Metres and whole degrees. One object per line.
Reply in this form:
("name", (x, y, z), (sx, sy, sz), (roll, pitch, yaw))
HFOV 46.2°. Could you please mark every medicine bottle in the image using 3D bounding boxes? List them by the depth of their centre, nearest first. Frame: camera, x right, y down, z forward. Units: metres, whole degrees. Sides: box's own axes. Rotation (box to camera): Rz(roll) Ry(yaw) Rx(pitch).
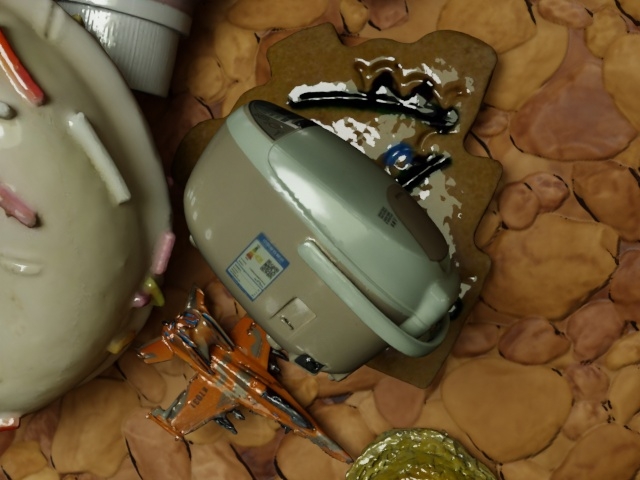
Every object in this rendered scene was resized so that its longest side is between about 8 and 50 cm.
("medicine bottle", (-0.145, -0.242, 0.583), (0.147, 0.147, 0.247), (13, 95, 9))

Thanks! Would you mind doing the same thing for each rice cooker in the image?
("rice cooker", (0.000, 0.000, 0.512), (0.127, 0.145, 0.206), (-40, 87, 21))

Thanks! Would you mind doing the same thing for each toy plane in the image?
("toy plane", (-0.053, 0.119, 0.598), (0.188, 0.062, 0.135), (41, 66, -9))

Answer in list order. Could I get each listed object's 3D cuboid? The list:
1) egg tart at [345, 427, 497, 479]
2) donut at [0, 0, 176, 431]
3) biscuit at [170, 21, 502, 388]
("egg tart", (0.078, 0.207, 0.578), (0.130, 0.052, 0.131), (-1, 87, 12))
("donut", (-0.292, -0.021, 0.533), (0.382, 0.142, 0.383), (3, 115, 6))
("biscuit", (0.038, -0.029, 0.597), (0.278, 0.043, 0.302), (-24, 84, 7))
